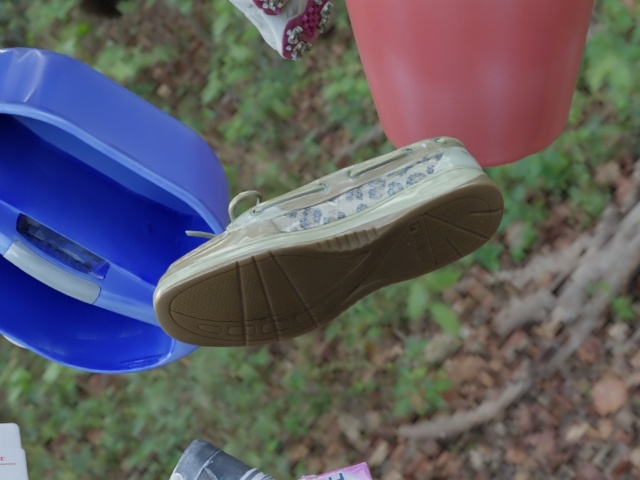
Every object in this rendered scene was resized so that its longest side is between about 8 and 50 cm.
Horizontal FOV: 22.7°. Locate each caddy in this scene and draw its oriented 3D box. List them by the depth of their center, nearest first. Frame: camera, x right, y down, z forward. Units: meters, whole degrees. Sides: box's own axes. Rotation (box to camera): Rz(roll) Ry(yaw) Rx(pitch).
[{"bbox_3d":[-0.238,-0.015,1.479,0.241,0.341,0.179,-49,22,28],"label":"caddy"}]

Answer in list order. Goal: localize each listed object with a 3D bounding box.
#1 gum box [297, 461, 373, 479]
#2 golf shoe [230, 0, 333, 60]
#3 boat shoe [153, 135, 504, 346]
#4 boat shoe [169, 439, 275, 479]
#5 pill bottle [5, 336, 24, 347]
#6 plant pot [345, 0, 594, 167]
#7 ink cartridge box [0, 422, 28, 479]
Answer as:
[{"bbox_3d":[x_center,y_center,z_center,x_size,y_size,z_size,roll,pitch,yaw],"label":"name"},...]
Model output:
[{"bbox_3d":[0.040,0.395,2.156,0.107,0.188,0.062,-20,-9,0],"label":"gum box"},{"bbox_3d":[-0.072,-0.342,2.134,0.115,0.140,0.306,-53,-19,-7],"label":"golf shoe"},{"bbox_3d":[0.000,0.000,1.259,0.285,0.104,0.089,-18,46,-11],"label":"boat shoe"},{"bbox_3d":[-0.136,0.302,1.350,0.108,0.102,0.301,-30,-31,-62],"label":"boat shoe"},{"bbox_3d":[-0.342,0.061,2.058,0.103,0.103,0.184,-40,5,23],"label":"pill bottle"},{"bbox_3d":[0.149,-0.223,1.587,0.275,0.243,0.275,-5,37,4],"label":"plant pot"},{"bbox_3d":[-0.322,0.252,1.448,0.198,0.115,0.067,-111,26,-53],"label":"ink cartridge box"}]
